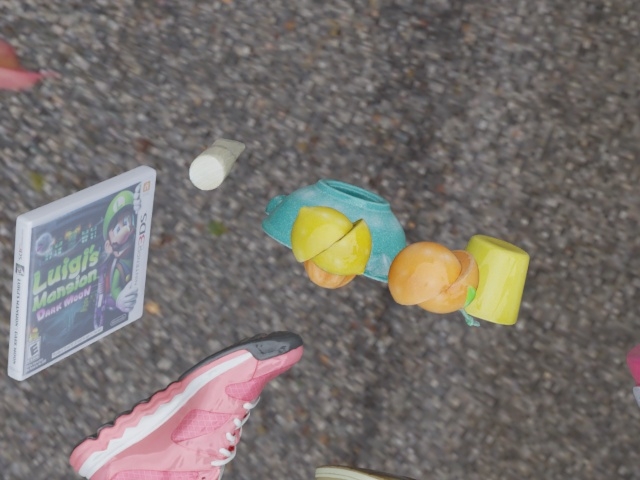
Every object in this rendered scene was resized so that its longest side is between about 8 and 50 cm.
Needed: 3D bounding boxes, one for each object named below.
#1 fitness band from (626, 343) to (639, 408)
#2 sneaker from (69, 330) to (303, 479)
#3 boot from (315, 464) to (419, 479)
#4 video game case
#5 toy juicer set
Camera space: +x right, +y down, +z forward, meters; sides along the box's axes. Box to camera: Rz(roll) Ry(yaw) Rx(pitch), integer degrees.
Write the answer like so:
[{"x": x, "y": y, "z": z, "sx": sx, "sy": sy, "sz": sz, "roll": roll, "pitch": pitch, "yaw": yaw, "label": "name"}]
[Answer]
[{"x": 0.368, "y": 0.078, "z": 1.267, "sx": 0.209, "sy": 0.291, "sz": 0.054, "roll": -24, "pitch": 90, "yaw": -12, "label": "fitness band"}, {"x": -0.132, "y": 0.217, "z": 1.779, "sx": 0.314, "sy": 0.116, "sz": 0.136, "roll": -34, "pitch": 87, "yaw": 13, "label": "sneaker"}, {"x": 0.069, "y": 0.324, "z": 1.577, "sx": 0.077, "sy": 0.213, "sz": 0.165, "roll": 16, "pitch": 87, "yaw": -55, "label": "boot"}, {"x": -0.234, "y": 0.030, "z": 1.525, "sx": 0.190, "sy": 0.022, "sz": 0.173, "roll": -29, "pitch": 134, "yaw": -52, "label": "video game case"}, {"x": 0.000, "y": 0.000, "z": 1.291, "sx": 0.209, "sy": 0.329, "sz": 0.089, "roll": -9, "pitch": 121, "yaw": -67, "label": "toy juicer set"}]
